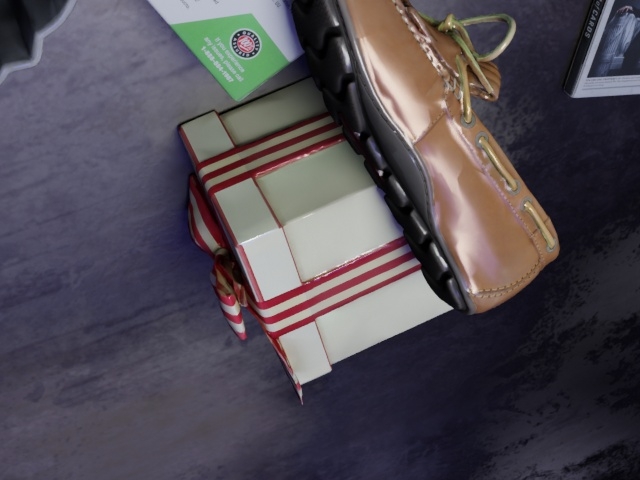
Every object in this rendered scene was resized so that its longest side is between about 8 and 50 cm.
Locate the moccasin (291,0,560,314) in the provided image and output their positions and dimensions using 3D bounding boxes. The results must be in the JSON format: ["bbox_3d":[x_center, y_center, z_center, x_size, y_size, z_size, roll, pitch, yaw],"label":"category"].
[{"bbox_3d":[0.095,-0.121,0.757,0.147,0.139,0.380,-33,100,-8],"label":"moccasin"}]

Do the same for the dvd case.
[{"bbox_3d":[0.406,-0.285,1.069,0.179,0.029,0.239,-6,131,-20],"label":"dvd case"}]

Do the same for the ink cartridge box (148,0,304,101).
[{"bbox_3d":[-0.031,-0.300,0.792,0.289,0.121,0.211,-35,133,7],"label":"ink cartridge box"}]

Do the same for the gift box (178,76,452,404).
[{"bbox_3d":[0.000,0.000,0.976,0.258,0.255,0.276,-23,128,-7],"label":"gift box"}]

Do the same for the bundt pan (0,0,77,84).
[{"bbox_3d":[-0.351,-0.261,0.680,0.330,0.124,0.331,-12,132,-14],"label":"bundt pan"}]
